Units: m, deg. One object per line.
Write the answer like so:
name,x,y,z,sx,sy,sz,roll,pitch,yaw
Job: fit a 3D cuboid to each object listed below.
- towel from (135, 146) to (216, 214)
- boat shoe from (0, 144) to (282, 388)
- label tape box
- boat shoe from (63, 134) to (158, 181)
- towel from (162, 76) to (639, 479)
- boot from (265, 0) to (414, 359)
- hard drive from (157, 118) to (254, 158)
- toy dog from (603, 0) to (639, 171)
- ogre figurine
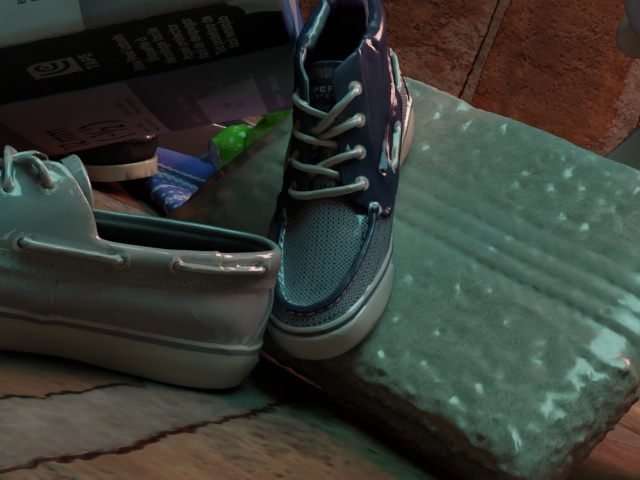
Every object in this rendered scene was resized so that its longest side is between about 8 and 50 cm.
towel,0.000,0.000,0.994,0.243,0.040,0.336,16,10,-26
boat shoe,-0.117,0.001,0.555,0.228,0.081,0.079,16,10,-33
label tape box,-0.186,-0.113,0.718,0.348,0.115,0.249,-13,-7,1
boat shoe,-0.192,-0.112,1.057,0.084,0.079,0.233,-15,24,-26
towel,0.056,0.009,0.679,0.282,0.187,0.049,29,-30,39
boot,0.002,-0.038,0.646,0.069,0.086,0.190,-3,44,15
hard drive,-0.175,-0.124,1.310,0.255,0.054,0.172,16,9,-31
toy dog,0.238,0.011,0.752,0.220,0.333,0.161,8,-20,-30
ogre figurine,-0.006,-0.082,1.052,0.197,0.096,0.118,15,19,24
